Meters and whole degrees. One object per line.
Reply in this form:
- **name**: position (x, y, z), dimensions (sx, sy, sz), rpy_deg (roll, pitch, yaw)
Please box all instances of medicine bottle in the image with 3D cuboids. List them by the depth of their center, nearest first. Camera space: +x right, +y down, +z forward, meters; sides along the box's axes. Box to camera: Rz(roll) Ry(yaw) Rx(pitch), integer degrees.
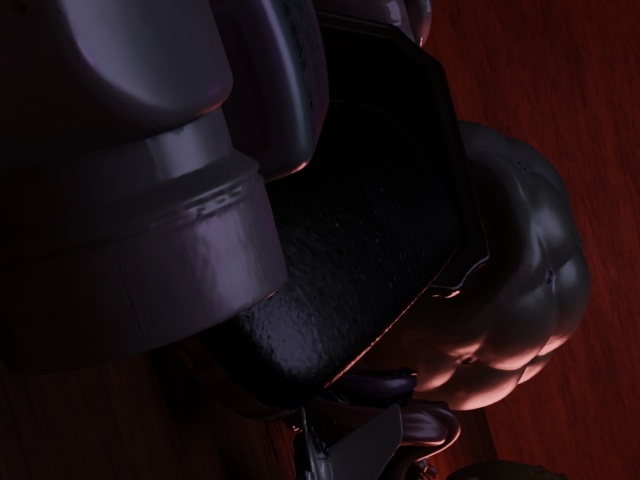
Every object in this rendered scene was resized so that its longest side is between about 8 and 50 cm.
- **medicine bottle**: position (-0.103, -0.110, 0.473), dimensions (0.161, 0.111, 0.296), rpy_deg (-67, 140, -75)
- **medicine bottle**: position (-0.060, -0.082, 0.657), dimensions (0.188, 0.119, 0.094), rpy_deg (-76, 152, -73)

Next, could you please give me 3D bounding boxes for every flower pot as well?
- **flower pot**: position (0.011, -0.050, 1.028), dimensions (0.084, 0.179, 0.251), rpy_deg (123, -34, -46)
- **flower pot**: position (0.101, 0.019, 1.172), dimensions (0.195, 0.246, 0.246), rpy_deg (50, 26, -75)

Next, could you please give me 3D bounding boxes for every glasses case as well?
- **glasses case**: position (0.000, 0.000, 0.817), dimensions (0.122, 0.082, 0.321), rpy_deg (56, 27, -3)

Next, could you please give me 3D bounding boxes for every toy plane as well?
- **toy plane**: position (-0.004, 0.195, 0.754), dimensions (0.160, 0.082, 0.234), rpy_deg (81, 13, -63)

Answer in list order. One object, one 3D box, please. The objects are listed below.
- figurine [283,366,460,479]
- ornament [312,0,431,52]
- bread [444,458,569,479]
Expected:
- **figurine**: position (0.038, 0.150, 0.941), dimensions (0.114, 0.126, 0.157), rpy_deg (-28, 105, -40)
- **ornament**: position (0.031, -0.179, 1.299), dimensions (0.177, 0.177, 0.177), rpy_deg (-15, 90, -82)
- **bread**: position (0.114, 0.285, 0.839), dimensions (0.305, 0.159, 0.305), rpy_deg (8, 90, -84)
